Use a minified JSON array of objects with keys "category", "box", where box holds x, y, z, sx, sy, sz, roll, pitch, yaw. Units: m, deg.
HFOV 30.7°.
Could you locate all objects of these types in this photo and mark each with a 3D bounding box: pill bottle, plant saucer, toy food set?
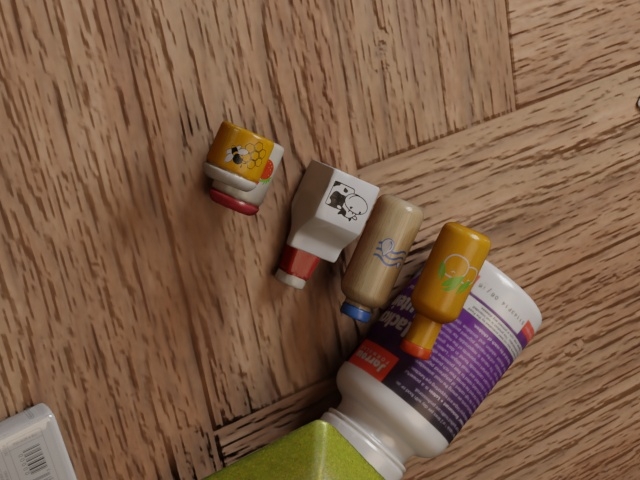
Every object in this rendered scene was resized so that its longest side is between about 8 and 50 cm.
[{"category":"pill bottle","box":[0.081,0.106,0.944,0.193,0.108,0.108,-50,124,-10]},{"category":"plant saucer","box":[-0.023,0.243,0.900,0.188,0.045,0.188,-30,125,16]},{"category":"toy food set","box":[0.000,0.000,0.857,0.232,0.111,0.104,22,93,-30]}]

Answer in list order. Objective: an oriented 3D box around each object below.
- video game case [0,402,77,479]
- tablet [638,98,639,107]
[{"category":"video game case","box":[-0.254,0.255,0.825,0.206,0.026,0.227,-25,118,-25]},{"category":"tablet","box":[0.333,-0.129,1.096,0.083,0.006,0.054,34,86,-35]}]
